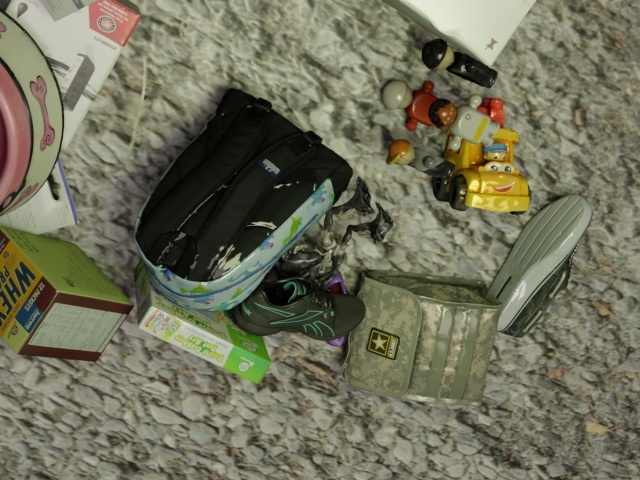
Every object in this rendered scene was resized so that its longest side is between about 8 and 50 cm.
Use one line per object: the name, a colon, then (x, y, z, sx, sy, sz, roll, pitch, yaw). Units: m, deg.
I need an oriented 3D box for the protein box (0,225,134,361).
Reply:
protein box: (-0.483, 0.098, 1.830, 0.136, 0.200, 0.201, -55, 151, 9)

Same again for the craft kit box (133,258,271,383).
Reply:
craft kit box: (-0.224, 0.140, 1.923, 0.250, 0.246, 0.061, 28, 106, -22)

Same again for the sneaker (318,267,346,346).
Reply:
sneaker: (0.024, 0.140, 2.077, 0.068, 0.071, 0.170, -9, 112, -10)

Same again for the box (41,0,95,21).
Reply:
box: (-0.376, -0.450, 1.630, 0.186, 0.038, 0.145, -24, 121, 8)

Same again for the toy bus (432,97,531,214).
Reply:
toy bus: (0.315, -0.162, 1.959, 0.149, 0.220, 0.211, 5, 103, -12)

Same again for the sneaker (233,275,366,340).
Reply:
sneaker: (-0.024, 0.125, 1.937, 0.267, 0.101, 0.106, 0, 140, -29)

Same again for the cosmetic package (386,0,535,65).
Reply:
cosmetic package: (0.187, -0.441, 1.728, 0.217, 0.385, 0.156, 31, 101, -22)

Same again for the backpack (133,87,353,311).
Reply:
backpack: (-0.163, -0.043, 1.832, 0.290, 0.273, 0.355, 33, 57, 10)

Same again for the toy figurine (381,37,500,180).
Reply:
toy figurine: (0.212, -0.236, 1.890, 0.148, 0.209, 0.213, 21, 145, -25)

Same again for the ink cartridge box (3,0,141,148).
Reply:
ink cartridge box: (-0.459, -0.323, 1.768, 0.197, 0.114, 0.273, 28, 103, -20)

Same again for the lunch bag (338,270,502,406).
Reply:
lunch bag: (0.194, 0.194, 2.087, 0.287, 0.169, 0.235, 6, 107, -11)

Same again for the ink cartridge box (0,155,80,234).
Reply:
ink cartridge box: (-0.614, -0.071, 1.854, 0.333, 0.065, 0.165, -13, 112, -7)

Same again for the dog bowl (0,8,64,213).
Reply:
dog bowl: (-0.628, -0.190, 1.652, 0.408, 0.150, 0.408, 1, 113, 2)

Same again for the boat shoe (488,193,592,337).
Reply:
boat shoe: (0.459, 0.055, 2.137, 0.119, 0.121, 0.335, 23, 112, -30)

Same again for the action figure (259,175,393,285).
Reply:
action figure: (0.000, 0.000, 1.986, 0.276, 0.141, 0.164, -33, 123, 19)
